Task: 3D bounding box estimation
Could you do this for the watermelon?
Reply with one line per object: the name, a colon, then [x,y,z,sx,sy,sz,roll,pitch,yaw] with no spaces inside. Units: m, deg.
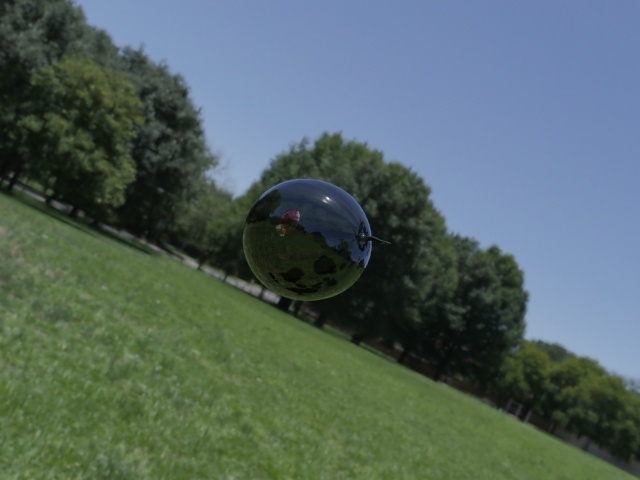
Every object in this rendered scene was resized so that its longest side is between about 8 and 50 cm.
watermelon: [0.000,0.000,0.703,0.133,0.105,0.105,3,-15,28]
